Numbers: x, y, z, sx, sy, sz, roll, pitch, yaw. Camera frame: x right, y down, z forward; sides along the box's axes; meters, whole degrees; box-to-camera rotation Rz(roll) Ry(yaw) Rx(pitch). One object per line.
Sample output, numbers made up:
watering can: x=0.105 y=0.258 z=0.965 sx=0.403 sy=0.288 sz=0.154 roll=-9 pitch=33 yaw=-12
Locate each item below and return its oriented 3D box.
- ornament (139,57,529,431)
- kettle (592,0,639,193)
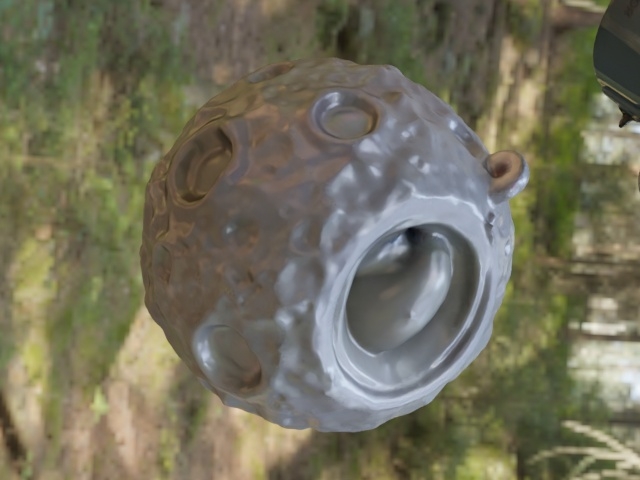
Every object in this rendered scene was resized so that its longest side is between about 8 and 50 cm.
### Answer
ornament: x=0.000 y=0.000 z=1.297 sx=0.337 sy=0.337 sz=0.337 roll=-177 pitch=-90 yaw=-81
kettle: x=0.334 y=-0.097 z=1.135 sx=0.211 sy=0.160 sz=0.243 roll=-51 pitch=-126 yaw=14
